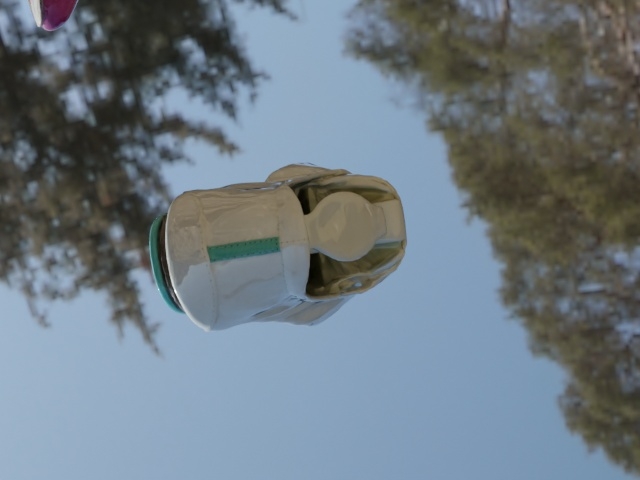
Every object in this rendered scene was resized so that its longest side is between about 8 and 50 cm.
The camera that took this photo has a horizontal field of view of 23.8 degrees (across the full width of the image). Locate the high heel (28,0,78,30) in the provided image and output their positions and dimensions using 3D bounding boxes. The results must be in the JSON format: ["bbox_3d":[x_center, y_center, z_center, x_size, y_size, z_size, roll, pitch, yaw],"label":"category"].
[{"bbox_3d":[-0.127,-0.233,0.989,0.117,0.082,0.244,9,-124,-14],"label":"high heel"}]

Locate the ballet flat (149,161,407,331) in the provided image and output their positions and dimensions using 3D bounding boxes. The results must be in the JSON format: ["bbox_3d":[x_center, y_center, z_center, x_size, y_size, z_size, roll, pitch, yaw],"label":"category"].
[{"bbox_3d":[0.000,0.000,1.199,0.139,0.139,0.400,-2,-177,17],"label":"ballet flat"}]
